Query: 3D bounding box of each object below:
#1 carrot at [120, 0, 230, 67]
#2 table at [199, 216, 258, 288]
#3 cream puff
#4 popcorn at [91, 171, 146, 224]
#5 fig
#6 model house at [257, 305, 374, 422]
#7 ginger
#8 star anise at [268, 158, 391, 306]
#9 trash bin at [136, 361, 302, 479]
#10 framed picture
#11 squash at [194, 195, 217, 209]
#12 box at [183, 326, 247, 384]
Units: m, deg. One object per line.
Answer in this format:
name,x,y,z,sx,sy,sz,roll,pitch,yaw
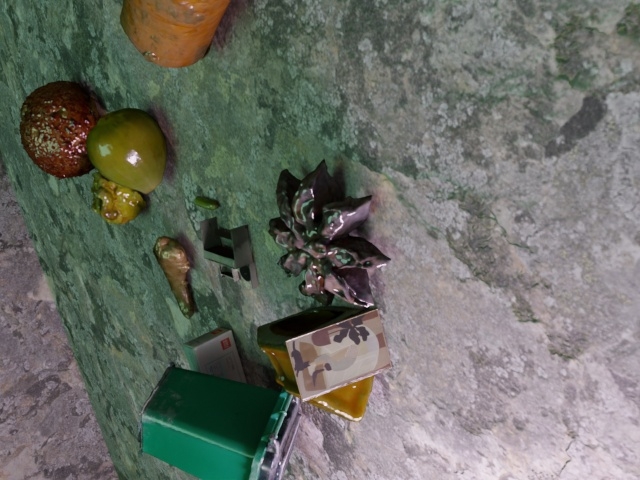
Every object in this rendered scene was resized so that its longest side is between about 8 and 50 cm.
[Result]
carrot,-0.275,-0.512,1.131,0.224,0.224,0.341,60,146,7
table,-0.238,0.037,1.516,0.146,0.062,0.175,13,116,46
cream puff,-0.855,-0.353,1.913,0.350,0.229,0.350,28,128,42
popcorn,-0.643,-0.138,1.834,0.197,0.156,0.197,45,148,39
fig,-0.520,-0.249,1.604,0.207,0.207,0.230,36,168,33
model house,-0.001,0.277,1.292,0.268,0.173,0.239,-3,115,56
ginger,-0.430,0.110,1.777,0.131,0.086,0.294,14,128,36
star anise,-0.001,-0.002,1.164,0.332,0.118,0.331,21,124,36
trash bin,-0.256,0.483,1.514,0.381,0.259,0.295,17,127,5
framed picture,0.039,0.230,1.182,0.010,0.201,0.136,-152,46,-72
squash,-0.299,-0.097,1.543,0.083,0.027,0.027,20,124,44
box,-0.299,0.404,1.724,0.079,0.135,0.269,1,110,52
